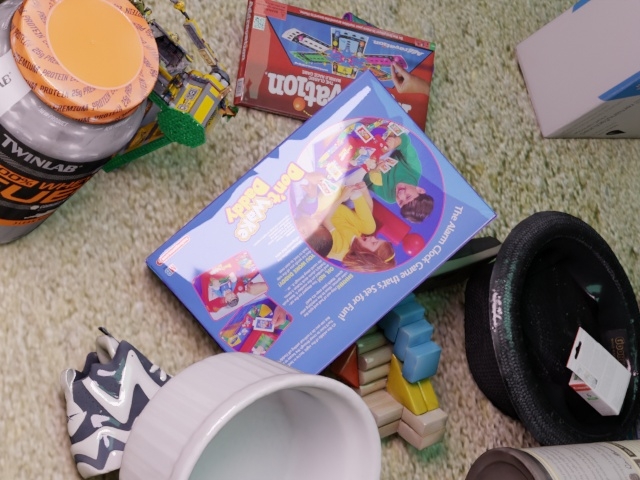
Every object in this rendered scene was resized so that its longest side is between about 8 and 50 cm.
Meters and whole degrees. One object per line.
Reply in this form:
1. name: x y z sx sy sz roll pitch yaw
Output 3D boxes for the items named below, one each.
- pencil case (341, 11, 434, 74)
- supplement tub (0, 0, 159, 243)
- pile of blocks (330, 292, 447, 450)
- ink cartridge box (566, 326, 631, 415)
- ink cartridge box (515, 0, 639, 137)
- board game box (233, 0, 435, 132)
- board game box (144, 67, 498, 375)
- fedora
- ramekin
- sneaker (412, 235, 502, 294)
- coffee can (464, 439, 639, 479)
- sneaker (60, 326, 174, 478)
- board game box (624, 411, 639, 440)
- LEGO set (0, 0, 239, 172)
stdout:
1. pencil case: 0.086 -0.258 2.147 0.151 0.064 0.070 26 41 -24
2. supplement tub: -0.310 -0.136 1.623 0.193 0.316 0.193 16 59 -29
3. pile of blocks: 0.049 0.091 1.885 0.112 0.149 0.362 -17 78 -37
4. ink cartridge box: 0.344 0.167 1.943 0.115 0.029 0.063 41 58 -29
5. ink cartridge box: 0.549 -0.283 2.353 0.395 0.285 0.166 -3 71 -37
6. board game box: 0.023 -0.225 2.061 0.281 0.027 0.145 10 85 -27
7. board game box: 0.000 0.000 1.806 0.347 0.078 0.233 -41 89 -6
8. fedora: 0.286 0.132 2.020 0.334 0.152 0.334 10 75 -41
9. ramekin: -0.081 0.254 1.638 0.277 0.135 0.277 -15 115 -36
10. sneaker: 0.152 -0.002 2.053 0.222 0.083 0.118 -13 69 -44
11. coffee can: 0.337 0.345 1.864 0.275 0.201 0.201 0 67 -27
12. sneaker: -0.189 0.157 1.710 0.235 0.094 0.153 -19 88 -31
13. board game box: 0.506 0.242 1.994 0.097 0.303 0.224 9 62 -17
14. LEGO set: -0.239 -0.248 1.780 0.331 0.255 0.192 38 55 -16
